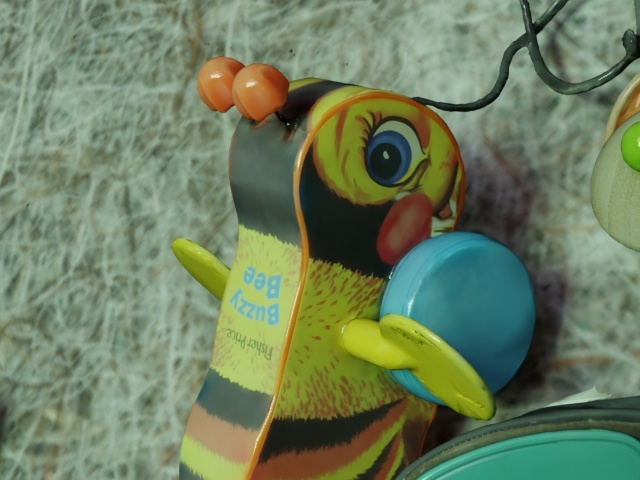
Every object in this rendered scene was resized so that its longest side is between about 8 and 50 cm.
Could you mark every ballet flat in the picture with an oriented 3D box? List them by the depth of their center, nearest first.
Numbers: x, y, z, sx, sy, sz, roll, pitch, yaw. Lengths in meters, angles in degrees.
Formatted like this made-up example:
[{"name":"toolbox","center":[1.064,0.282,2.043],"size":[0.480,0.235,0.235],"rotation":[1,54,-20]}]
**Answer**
[{"name":"ballet flat","center":[0.124,0.083,0.552],"size":[0.203,0.074,0.074],"rotation":[-11,62,6]}]

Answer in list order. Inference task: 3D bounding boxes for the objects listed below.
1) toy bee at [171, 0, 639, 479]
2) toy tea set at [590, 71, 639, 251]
[{"name":"toy bee","center":[0.000,0.000,0.633],"size":[0.195,0.162,0.298],"rotation":[-14,58,47]},{"name":"toy tea set","center":[0.247,-0.066,0.517],"size":[0.336,0.124,0.200],"rotation":[-30,52,20]}]
